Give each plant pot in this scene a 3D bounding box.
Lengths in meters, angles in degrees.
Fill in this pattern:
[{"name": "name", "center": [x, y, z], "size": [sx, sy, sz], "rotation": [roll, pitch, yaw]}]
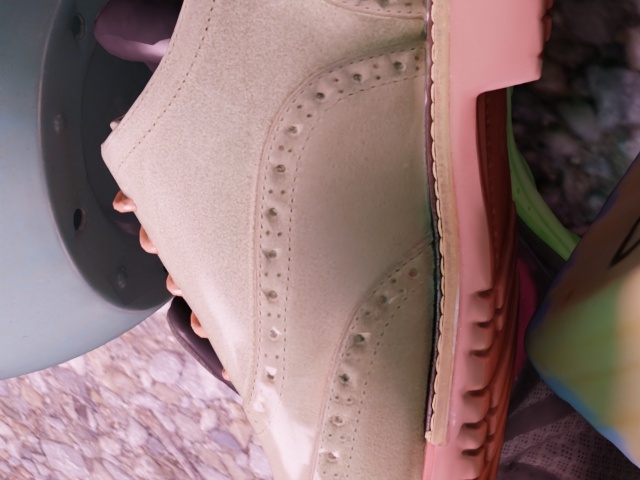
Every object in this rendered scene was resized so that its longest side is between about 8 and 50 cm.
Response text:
[{"name": "plant pot", "center": [-0.186, -0.059, 0.844], "size": [0.235, 0.293, 0.293], "rotation": [2, 135, 23]}]

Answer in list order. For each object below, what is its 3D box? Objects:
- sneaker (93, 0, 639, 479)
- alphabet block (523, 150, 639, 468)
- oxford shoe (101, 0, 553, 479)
[{"name": "sneaker", "center": [0.026, 0.028, 0.796], "size": [0.185, 0.202, 0.483], "rotation": [7, 136, 42]}, {"name": "alphabet block", "center": [0.225, 0.009, 0.589], "size": [0.193, 0.192, 0.197], "rotation": [41, 149, -7]}, {"name": "oxford shoe", "center": [0.000, 0.000, 0.604], "size": [0.146, 0.140, 0.397], "rotation": [6, 105, 7]}]
